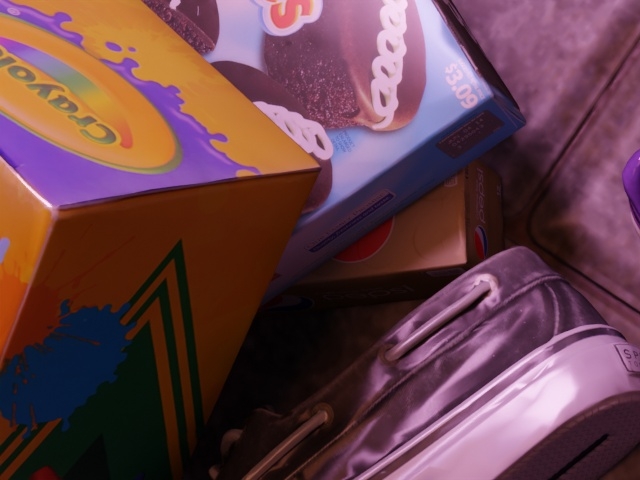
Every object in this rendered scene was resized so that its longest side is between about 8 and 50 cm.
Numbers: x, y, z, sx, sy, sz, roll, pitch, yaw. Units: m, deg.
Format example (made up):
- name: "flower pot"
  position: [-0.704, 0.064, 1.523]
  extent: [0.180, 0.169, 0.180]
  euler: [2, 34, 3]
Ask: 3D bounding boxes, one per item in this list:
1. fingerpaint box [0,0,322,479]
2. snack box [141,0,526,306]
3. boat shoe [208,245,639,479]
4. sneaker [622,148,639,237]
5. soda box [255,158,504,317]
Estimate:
- name: "fingerpaint box"
  position: [-0.250, -0.010, 0.964]
  extent: [0.445, 0.163, 0.371]
  euler: [43, 124, 30]
- name: "snack box"
  position: [-0.056, -0.139, 0.964]
  extent: [0.187, 0.060, 0.322]
  euler: [-35, 67, 14]
- name: "boat shoe"
  position: [0.002, 0.132, 0.920]
  extent: [0.335, 0.121, 0.119]
  euler: [-35, 55, 2]
- name: "sneaker"
  position: [0.195, 0.020, 0.867]
  extent: [0.170, 0.071, 0.068]
  euler: [44, 97, 28]
- name: "soda box"
  position: [0.000, 0.000, 0.976]
  extent: [0.181, 0.058, 0.061]
  euler: [-7, 73, 24]
